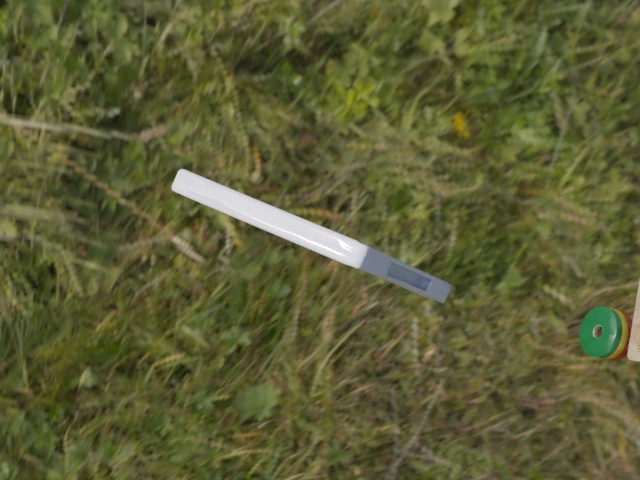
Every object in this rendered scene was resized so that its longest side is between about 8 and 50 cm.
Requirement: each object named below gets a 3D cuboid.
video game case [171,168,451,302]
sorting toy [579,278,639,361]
[{"bbox_3d":[0.000,0.000,0.599,0.087,0.122,0.011,23,90,22],"label":"video game case"},{"bbox_3d":[0.333,0.044,1.172,0.046,0.274,0.132,14,84,-33],"label":"sorting toy"}]
